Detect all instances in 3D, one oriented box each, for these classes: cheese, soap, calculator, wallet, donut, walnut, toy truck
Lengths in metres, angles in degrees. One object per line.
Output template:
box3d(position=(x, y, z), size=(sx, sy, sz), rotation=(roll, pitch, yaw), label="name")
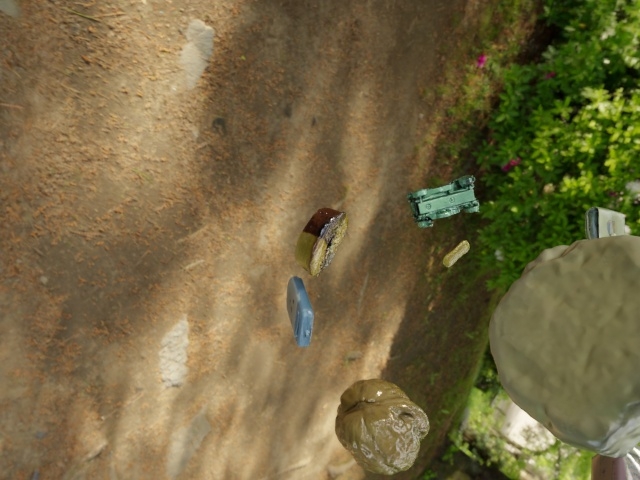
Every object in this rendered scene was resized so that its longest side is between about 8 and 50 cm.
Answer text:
box3d(position=(0.405, 0.145, 0.777), size=(0.115, 0.318, 0.326), rotation=(30, 53, -33), label="cheese")
box3d(position=(0.349, 0.034, 1.361), size=(0.089, 0.012, 0.034), rotation=(-40, 111, -11), label="soap")
box3d(position=(-0.055, 0.184, 1.379), size=(0.039, 0.210, 0.121), rotation=(-2, 120, -13), label="calculator")
box3d(position=(0.684, -0.020, 1.270), size=(0.155, 0.039, 0.110), rotation=(5, 82, -40), label="wallet")
box3d(position=(0.709, 0.577, 1.164), size=(0.138, 0.182, 0.199), rotation=(102, 11, -52), label="soap")
box3d(position=(0.000, 0.000, 1.351), size=(0.183, 0.073, 0.166), rotation=(-63, 159, 2), label="donut")
box3d(position=(0.159, 0.479, 1.366), size=(0.257, 0.224, 0.256), rotation=(-1, 132, -1), label="walnut")
box3d(position=(0.256, -0.084, 1.119), size=(0.154, 0.078, 0.080), rotation=(-17, 101, -15), label="toy truck")
